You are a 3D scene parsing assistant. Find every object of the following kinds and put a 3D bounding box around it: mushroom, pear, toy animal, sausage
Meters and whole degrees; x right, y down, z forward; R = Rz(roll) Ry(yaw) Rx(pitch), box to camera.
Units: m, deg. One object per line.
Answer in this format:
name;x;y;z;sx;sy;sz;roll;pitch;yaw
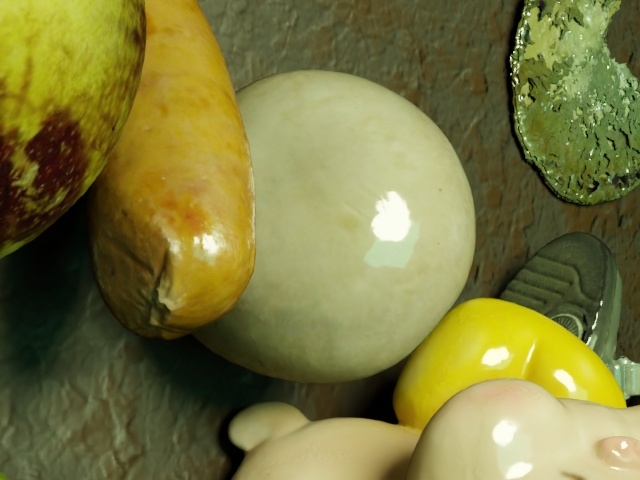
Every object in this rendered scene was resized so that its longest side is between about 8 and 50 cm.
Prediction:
mushroom;0.000;0.000;0.980;0.204;0.204;0.204;5;83;-41
pear;-0.213;-0.106;0.726;0.284;0.283;0.283;5;83;-41
toy animal;0.105;0.165;0.938;0.345;0.247;0.277;6;82;-10
sausage;-0.099;-0.068;0.874;0.109;0.109;0.270;10;52;-40

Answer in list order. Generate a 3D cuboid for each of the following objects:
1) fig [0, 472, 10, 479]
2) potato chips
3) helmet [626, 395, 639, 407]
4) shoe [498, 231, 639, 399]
fig;-0.178;0.223;0.800;0.275;0.206;0.206;39;60;-53
potato chips;0.224;-0.141;1.272;0.202;0.029;0.220;-15;98;-38
helmet;0.330;0.182;1.219;0.216;0.193;0.189;44;24;-46
shoe;0.186;0.151;1.159;0.149;0.109;0.293;30;74;-34
